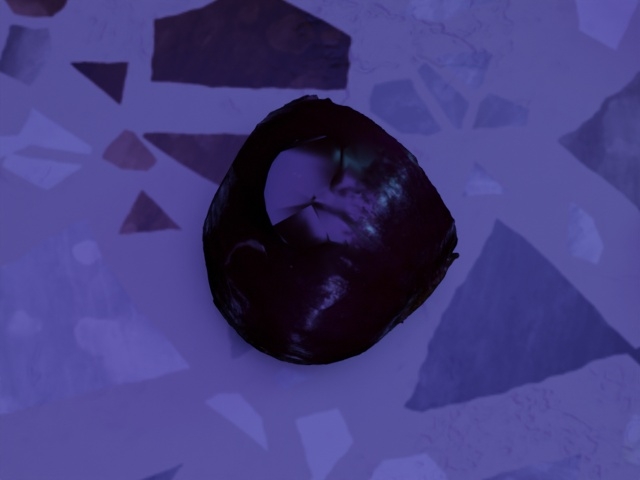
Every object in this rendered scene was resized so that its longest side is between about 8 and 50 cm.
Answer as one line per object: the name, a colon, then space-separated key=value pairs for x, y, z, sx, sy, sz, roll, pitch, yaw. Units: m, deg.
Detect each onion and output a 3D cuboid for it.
onion: x=-0.003 y=0.004 z=1.040 sx=0.216 sy=0.206 sz=0.207 roll=37 pitch=81 yaw=3
